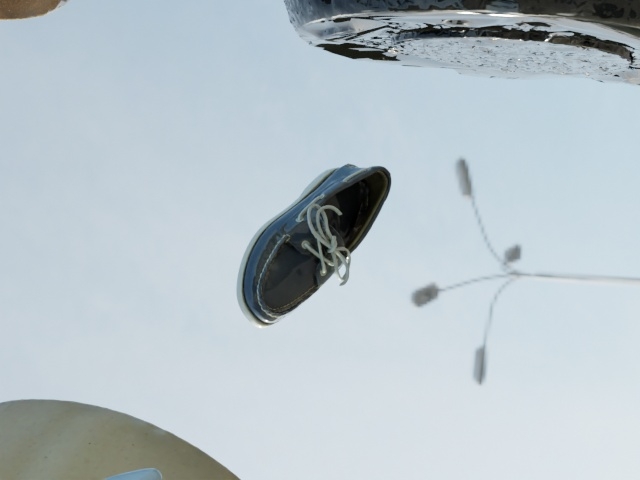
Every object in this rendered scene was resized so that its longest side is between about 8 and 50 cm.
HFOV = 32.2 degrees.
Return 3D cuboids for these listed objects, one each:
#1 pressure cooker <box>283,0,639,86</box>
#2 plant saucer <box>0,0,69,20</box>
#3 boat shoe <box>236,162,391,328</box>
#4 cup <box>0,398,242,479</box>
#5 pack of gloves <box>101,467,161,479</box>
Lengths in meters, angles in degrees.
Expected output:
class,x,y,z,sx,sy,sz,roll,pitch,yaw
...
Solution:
class,x,y,z,sx,sy,sz,roll,pitch,yaw
pressure cooker,0.160,-0.343,0.833,0.370,0.375,0.420,-167,83,-81
plant saucer,-0.289,-0.316,0.850,0.310,0.050,0.310,31,-137,-34
boat shoe,0.000,0.000,1.225,0.254,0.079,0.095,-46,-66,-42
cup,-0.189,0.309,0.743,0.237,0.331,0.331,-65,-37,-56
pack of gloves,-0.126,0.214,0.464,0.232,0.046,0.195,-17,-97,-11
